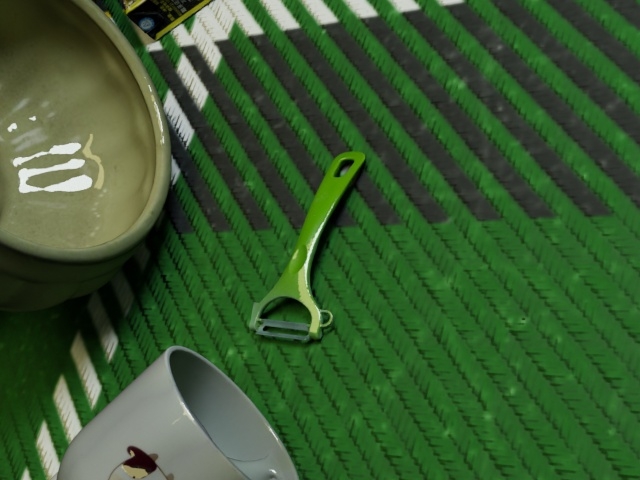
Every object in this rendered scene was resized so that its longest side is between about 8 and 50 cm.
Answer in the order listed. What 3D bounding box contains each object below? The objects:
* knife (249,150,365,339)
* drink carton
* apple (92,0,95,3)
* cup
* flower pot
[{"bbox_3d":[-0.001,-0.001,0.978,0.078,0.022,0.166,7,66,34],"label":"knife"},{"bbox_3d":[-0.117,-0.272,1.227,0.165,0.056,0.071,-33,43,14],"label":"drink carton"},{"bbox_3d":[-0.364,-0.281,1.257,0.235,0.306,0.306,-42,45,-1],"label":"apple"},{"bbox_3d":[-0.095,0.182,0.866,0.142,0.173,0.134,-42,13,8],"label":"cup"},{"bbox_3d":[-0.306,-0.064,1.070,0.244,0.307,0.308,-31,45,38],"label":"flower pot"}]
